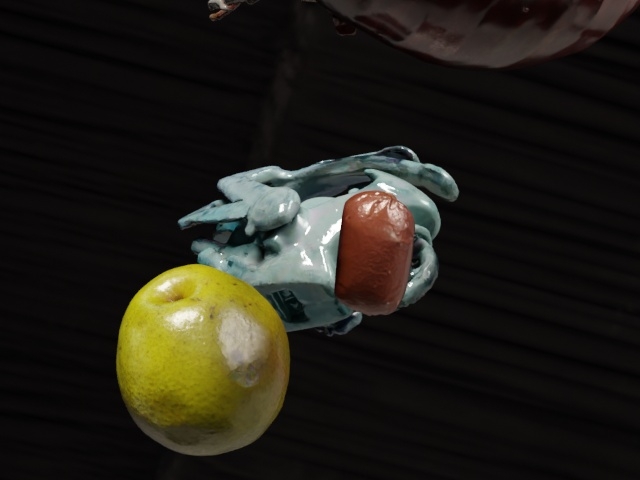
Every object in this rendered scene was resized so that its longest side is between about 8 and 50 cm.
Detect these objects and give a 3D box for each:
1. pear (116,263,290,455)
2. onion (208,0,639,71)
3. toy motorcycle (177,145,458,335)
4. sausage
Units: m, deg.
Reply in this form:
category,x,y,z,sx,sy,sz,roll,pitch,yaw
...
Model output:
category,x,y,z,sx,sy,sz,roll,pitch,yaw
pear,-0.076,0.088,1.040,0.104,0.141,0.141,3,76,53
onion,0.061,-0.202,0.850,0.285,0.273,0.273,-49,22,40
toy motorcycle,0.000,0.000,1.285,0.154,0.260,0.206,61,-146,-32
sausage,0.041,0.008,1.056,0.059,0.054,0.094,-59,-24,-73
